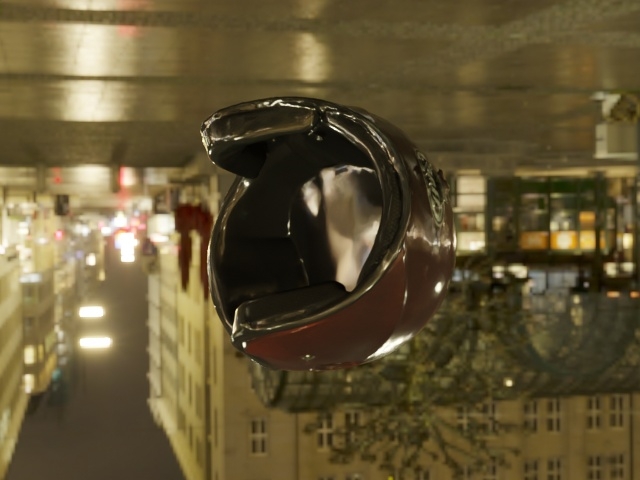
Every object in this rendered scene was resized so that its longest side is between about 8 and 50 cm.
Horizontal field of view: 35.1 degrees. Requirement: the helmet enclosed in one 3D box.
[{"bbox_3d":[0.000,0.000,0.737,0.193,0.189,0.216,6,154,-38],"label":"helmet"}]
